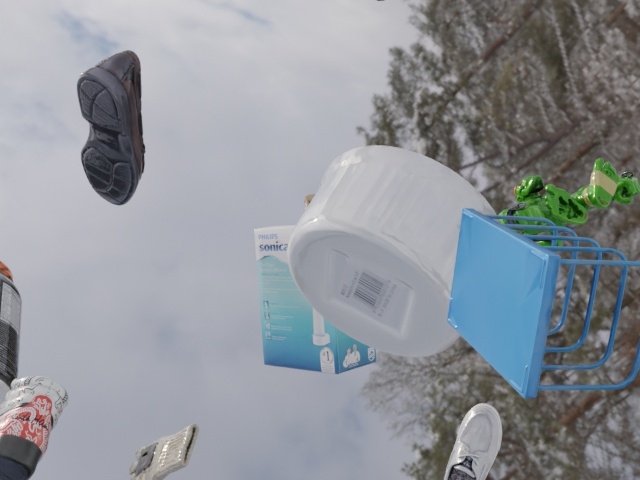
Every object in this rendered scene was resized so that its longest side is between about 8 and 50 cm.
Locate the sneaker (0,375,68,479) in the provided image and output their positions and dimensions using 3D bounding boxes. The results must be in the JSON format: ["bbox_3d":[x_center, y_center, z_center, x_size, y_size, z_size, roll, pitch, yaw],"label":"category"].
[{"bbox_3d":[-0.447,0.291,1.049,0.090,0.270,0.145,32,-137,-19],"label":"sneaker"}]

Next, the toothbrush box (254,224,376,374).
[{"bbox_3d":[-0.013,0.112,1.510,0.126,0.216,0.295,-8,-87,-48],"label":"toothbrush box"}]

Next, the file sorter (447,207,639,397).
[{"bbox_3d":[0.198,0.048,0.650,0.105,0.118,0.170,2,-166,-12],"label":"file sorter"}]

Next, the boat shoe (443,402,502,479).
[{"bbox_3d":[0.216,0.332,1.077,0.066,0.184,0.063,26,-177,18],"label":"boat shoe"}]

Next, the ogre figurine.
[{"bbox_3d":[0.294,-0.039,0.915,0.197,0.118,0.097,-38,-85,-29],"label":"ogre figurine"}]

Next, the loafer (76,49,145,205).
[{"bbox_3d":[-0.318,-0.172,1.166,0.109,0.302,0.095,29,-124,6],"label":"loafer"}]

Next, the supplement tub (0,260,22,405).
[{"bbox_3d":[-0.691,0.187,1.430,0.194,0.193,0.316,18,-146,-33],"label":"supplement tub"}]

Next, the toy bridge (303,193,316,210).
[{"bbox_3d":[0.000,0.000,1.268,0.063,0.026,0.188,-9,-122,-16],"label":"toy bridge"}]

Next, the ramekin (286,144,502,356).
[{"bbox_3d":[0.091,0.026,0.950,0.277,0.277,0.135,38,-123,-4],"label":"ramekin"}]

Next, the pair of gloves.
[{"bbox_3d":[-0.283,0.413,1.145,0.042,0.204,0.240,32,-130,-18],"label":"pair of gloves"}]
